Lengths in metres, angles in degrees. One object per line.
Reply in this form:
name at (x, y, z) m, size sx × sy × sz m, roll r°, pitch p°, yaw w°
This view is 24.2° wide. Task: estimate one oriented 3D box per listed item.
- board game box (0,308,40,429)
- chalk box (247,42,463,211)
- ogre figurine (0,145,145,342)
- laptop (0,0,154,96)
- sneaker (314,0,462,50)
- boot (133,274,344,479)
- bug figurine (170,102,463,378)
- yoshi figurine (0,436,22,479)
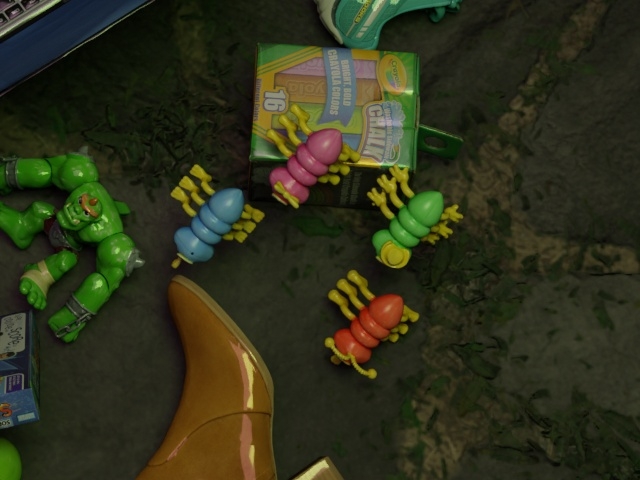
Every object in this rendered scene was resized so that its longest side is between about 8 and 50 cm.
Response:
board game box at (-0.333, 0.128, 1.401) m, size 0.136 × 0.201 × 0.035 m, roll -13°, pitch 110°, yaw -6°
chalk box at (0.036, -0.113, 1.519) m, size 0.213 × 0.132 × 0.132 m, roll 3°, pitch 73°, yaw -2°
ogre figurine at (-0.256, -0.012, 1.499) m, size 0.118 × 0.097 × 0.197 m, roll -29°, pitch 60°, yaw 7°
laptop at (-0.301, -0.328, 1.517) m, size 0.382 × 0.236 × 0.408 m, roll -34°, pitch 77°, yaw -13°
sneaker at (0.122, -0.296, 1.612) m, size 0.275 × 0.107 × 0.110 m, roll -33°, pitch 96°, yaw -7°
boot at (-0.129, 0.200, 1.429) m, size 0.211 × 0.104 × 0.295 m, roll -34°, pitch 81°, yaw -12°
bug figurine at (0.000, 0.000, 1.434) m, size 0.279 × 0.072 × 0.216 m, roll 33°, pitch 112°, yaw -14°
yoshi figurine at (-0.385, 0.334, 1.333) m, size 0.204 × 0.203 × 0.362 m, roll 10°, pitch 69°, yaw 8°
